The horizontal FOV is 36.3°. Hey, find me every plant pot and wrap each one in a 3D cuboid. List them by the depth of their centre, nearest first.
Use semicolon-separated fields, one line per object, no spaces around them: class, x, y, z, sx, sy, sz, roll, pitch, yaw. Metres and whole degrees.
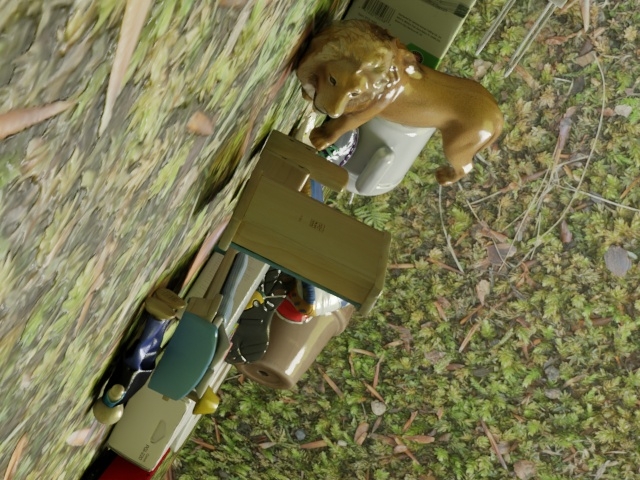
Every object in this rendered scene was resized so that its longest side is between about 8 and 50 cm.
plant pot;-0.083;0.201;2.175;0.263;0.263;0.229;118;-4;-63

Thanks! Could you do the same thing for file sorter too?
file sorter;0.278;-0.449;1.761;0.173;0.278;0.193;-55;180;22

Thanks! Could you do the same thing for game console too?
game console;-0.326;0.386;1.573;0.124;0.085;0.144;-56;180;24

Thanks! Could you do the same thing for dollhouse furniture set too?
dollhouse furniture set;-0.063;0.069;1.313;0.303;0.198;0.286;-59;-173;31

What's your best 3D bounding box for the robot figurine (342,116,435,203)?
robot figurine;0.125;-0.235;2.095;0.353;0.200;0.300;121;-13;-45

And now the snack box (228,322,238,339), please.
snack box;-0.253;0.261;1.901;0.174;0.070;0.207;-61;177;40

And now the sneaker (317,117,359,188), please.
sneaker;0.004;-0.160;1.994;0.223;0.083;0.098;-60;174;33

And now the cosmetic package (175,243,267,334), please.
cosmetic package;-0.132;0.047;1.528;0.231;0.085;0.117;-58;179;-12

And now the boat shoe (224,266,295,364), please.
boat shoe;-0.144;0.103;1.992;0.120;0.123;0.324;-115;-139;-52

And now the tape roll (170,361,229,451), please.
tape roll;-0.276;0.324;2.351;0.392;0.072;0.392;-59;178;-4

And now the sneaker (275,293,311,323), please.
sneaker;-0.065;0.037;2.046;0.118;0.107;0.279;91;-7;-67

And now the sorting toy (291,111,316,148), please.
sorting toy;-0.027;-0.170;1.577;0.083;0.045;0.075;-54;168;-67

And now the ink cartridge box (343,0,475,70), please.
ink cartridge box;0.140;-0.350;1.384;0.208;0.153;0.087;-59;-179;22

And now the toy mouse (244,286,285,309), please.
toy mouse;-0.164;0.114;1.858;0.161;0.031;0.143;-18;-174;-19

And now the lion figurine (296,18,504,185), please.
lion figurine;0.125;-0.189;1.321;0.240;0.392;0.142;-30;-120;55

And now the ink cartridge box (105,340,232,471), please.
ink cartridge box;-0.244;0.249;1.596;0.158;0.092;0.218;-60;180;23

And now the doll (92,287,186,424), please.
doll;-0.224;0.149;1.191;0.189;0.046;0.129;-60;177;18

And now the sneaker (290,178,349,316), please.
sneaker;0.000;0.000;1.971;0.112;0.131;0.296;11;-73;60
